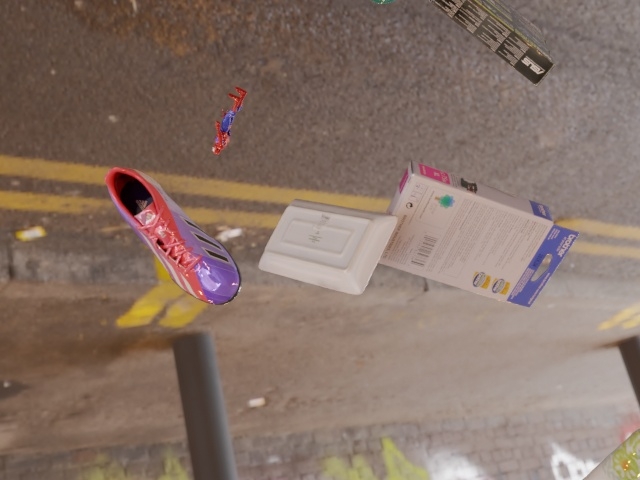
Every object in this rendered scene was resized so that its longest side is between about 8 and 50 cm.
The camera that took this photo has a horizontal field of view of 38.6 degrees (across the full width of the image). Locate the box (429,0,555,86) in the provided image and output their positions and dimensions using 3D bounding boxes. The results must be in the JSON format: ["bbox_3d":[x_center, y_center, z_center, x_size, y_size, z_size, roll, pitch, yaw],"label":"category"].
[{"bbox_3d":[0.239,-0.312,1.285,0.190,0.184,0.045,36,118,-10],"label":"box"}]

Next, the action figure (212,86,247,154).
[{"bbox_3d":[-0.139,-0.173,1.350,0.030,0.038,0.115,23,128,1],"label":"action figure"}]

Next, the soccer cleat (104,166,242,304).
[{"bbox_3d":[-0.265,-0.009,1.607,0.108,0.318,0.116,-44,161,1],"label":"soccer cleat"}]

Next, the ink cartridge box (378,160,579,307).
[{"bbox_3d":[0.262,-0.005,1.574,0.311,0.065,0.186,18,122,-9],"label":"ink cartridge box"}]

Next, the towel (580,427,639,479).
[{"bbox_3d":[0.488,0.376,1.138,0.090,0.320,0.374,-24,153,-30],"label":"towel"}]

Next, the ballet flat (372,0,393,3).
[{"bbox_3d":[0.080,-0.329,0.858,0.077,0.077,0.231,0,149,-9],"label":"ballet flat"}]

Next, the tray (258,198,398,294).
[{"bbox_3d":[0.000,0.000,1.514,0.270,0.145,0.030,12,159,49],"label":"tray"}]
